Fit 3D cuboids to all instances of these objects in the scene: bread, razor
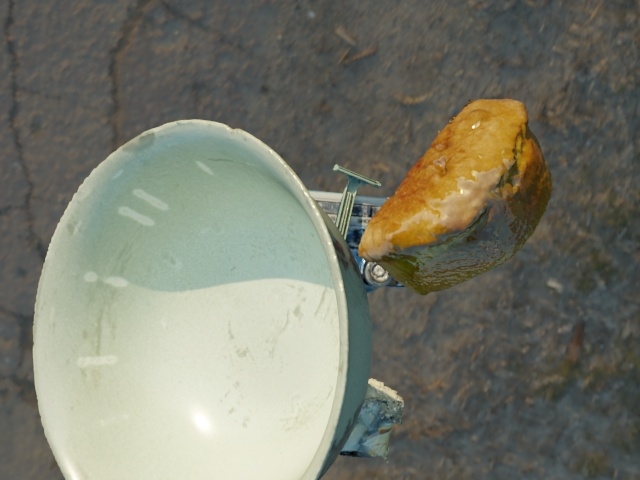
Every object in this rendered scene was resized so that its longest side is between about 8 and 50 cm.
[{"bbox_3d":[0.172,-0.043,1.378,0.129,0.134,0.260,42,88,-23],"label":"bread"},{"bbox_3d":[0.028,-0.008,1.605,0.068,0.191,0.037,21,151,-13],"label":"razor"}]

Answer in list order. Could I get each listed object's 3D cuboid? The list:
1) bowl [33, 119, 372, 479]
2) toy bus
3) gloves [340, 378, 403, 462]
[{"bbox_3d":[-0.085,0.103,1.255,0.434,0.196,0.435,-3,86,39],"label":"bowl"},{"bbox_3d":[0.000,0.000,1.679,0.297,0.131,0.106,4,169,-9],"label":"toy bus"},{"bbox_3d":[0.020,0.209,1.469,0.153,0.070,0.114,12,126,-7],"label":"gloves"}]
